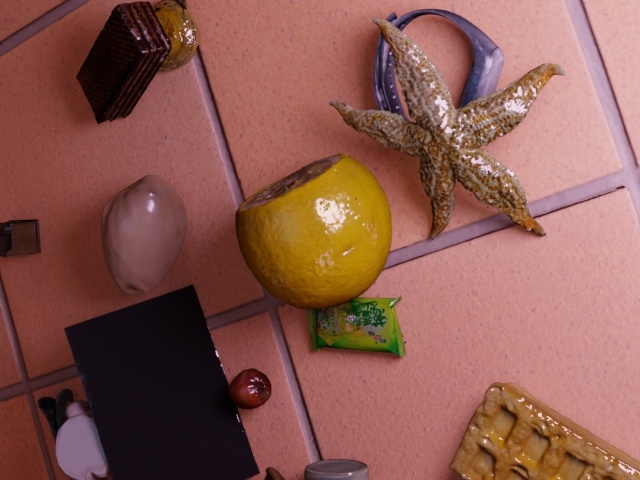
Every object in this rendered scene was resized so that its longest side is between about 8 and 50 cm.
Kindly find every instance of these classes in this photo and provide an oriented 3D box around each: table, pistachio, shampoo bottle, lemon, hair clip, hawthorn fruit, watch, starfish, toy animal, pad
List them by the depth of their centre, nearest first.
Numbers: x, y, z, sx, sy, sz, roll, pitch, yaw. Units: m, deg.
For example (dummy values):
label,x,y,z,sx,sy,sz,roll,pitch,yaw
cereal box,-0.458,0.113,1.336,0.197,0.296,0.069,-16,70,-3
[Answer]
label,x,y,z,sx,sy,sz,roll,pitch,yaw
starfish,0.169,-0.139,1.465,0.358,0.078,0.347,8,124,23
watch,0.166,-0.240,1.519,0.193,0.068,0.206,24,110,24
lemon,0.000,0.000,1.563,0.240,0.240,0.219,-18,105,33
shampoo bottle,0.037,0.486,1.671,0.118,0.087,0.234,-4,93,40
hawthorn fruit,-0.124,0.261,1.762,0.077,0.077,0.077,4,97,32
pad,-0.284,0.288,1.807,0.247,0.007,0.367,-19,83,-10
pistachio,-0.322,-0.012,1.827,0.152,0.126,0.223,15,107,-6
toy animal,-0.413,0.368,1.883,0.127,0.193,0.178,-29,86,6
hair clip,-0.490,0.436,2.035,0.083,0.048,0.275,-21,89,31
table,-0.625,-0.004,2.043,0.083,0.082,0.070,0,96,32

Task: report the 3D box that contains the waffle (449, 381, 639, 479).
label,x,y,z,sx,sy,sz,roll,pitch,yaw
waffle,0.337,0.338,1.482,0.274,0.057,0.168,32,111,26

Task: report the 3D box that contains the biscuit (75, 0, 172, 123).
label,x,y,z,sx,sy,sz,roll,pitch,yaw
biscuit,-0.354,-0.313,1.804,0.252,0.070,0.106,-41,73,50

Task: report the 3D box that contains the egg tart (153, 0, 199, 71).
label,x,y,z,sx,sy,sz,roll,pitch,yaw
egg tart,-0.276,-0.365,1.801,0.130,0.052,0.130,6,102,32

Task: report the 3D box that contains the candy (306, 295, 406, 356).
label,x,y,z,sx,sy,sz,roll,pitch,yaw
candy,0.055,0.137,1.655,0.178,0.032,0.102,1,96,32

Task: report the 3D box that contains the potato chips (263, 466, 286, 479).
label,x,y,z,sx,sy,sz,roll,pitch,yaw
potato chips,-0.052,0.487,1.723,0.150,0.049,0.202,106,151,-49
